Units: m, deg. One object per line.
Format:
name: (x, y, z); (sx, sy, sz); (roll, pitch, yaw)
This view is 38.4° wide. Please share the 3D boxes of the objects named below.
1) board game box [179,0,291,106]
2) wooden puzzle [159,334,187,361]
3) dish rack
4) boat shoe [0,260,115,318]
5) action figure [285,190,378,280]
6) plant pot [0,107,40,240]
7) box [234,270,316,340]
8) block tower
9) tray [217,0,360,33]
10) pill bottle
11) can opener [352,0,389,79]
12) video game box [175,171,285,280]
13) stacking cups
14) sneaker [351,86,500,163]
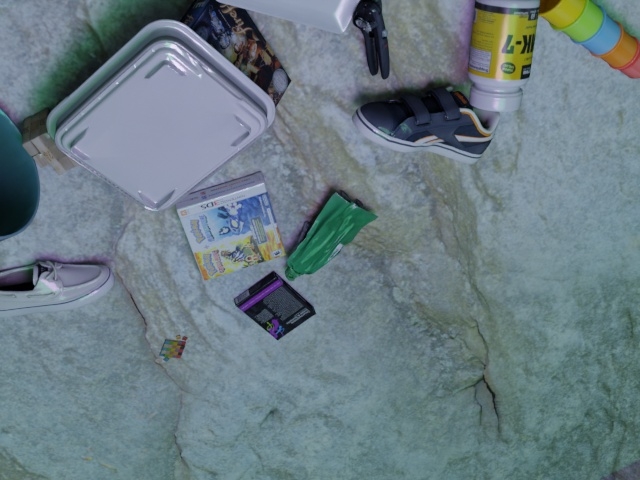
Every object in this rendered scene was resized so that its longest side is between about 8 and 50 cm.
board game box: (-0.156, -0.310, 1.614); (0.042, 0.165, 0.243); (4, 145, 37)
wooden puzzle: (-0.336, 0.247, 2.095); (0.049, 0.006, 0.083); (9, 124, -24)
dish rack: (-0.271, -0.188, 1.562); (0.333, 0.072, 0.285); (-35, 127, 24)
boat shoe: (-0.552, 0.083, 1.841); (0.267, 0.096, 0.088); (-8, 135, -1)
action figure: (0.000, 0.000, 1.969); (0.137, 0.063, 0.232); (30, 110, -36)
plant pot: (-0.664, -0.092, 1.546); (0.235, 0.293, 0.293); (-25, 133, 25)
box: (-0.101, 0.150, 2.080); (0.116, 0.029, 0.162); (-35, 128, 12)
block tower: (-0.362, -0.239, 1.641); (0.335, 0.097, 0.091); (-26, 131, 6)
tray: (-0.043, -0.452, 1.590); (0.270, 0.030, 0.145); (7, 125, -34)
pill bottle: (0.340, -0.356, 1.729); (0.119, 0.119, 0.209); (-4, 114, -15)
can opener: (0.104, -0.371, 1.699); (0.073, 0.059, 0.186); (-43, 142, -23)
video game box: (-0.184, -0.027, 1.900); (0.187, 0.048, 0.205); (-16, 131, -2)
stacking cups: (0.538, -0.414, 1.808); (0.316, 0.096, 0.096); (23, 118, -37)
sneaker: (0.214, -0.244, 1.805); (0.321, 0.126, 0.127); (5, 131, -35)
